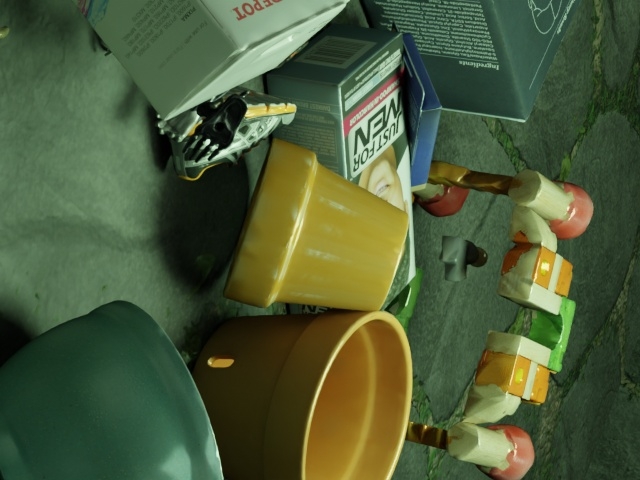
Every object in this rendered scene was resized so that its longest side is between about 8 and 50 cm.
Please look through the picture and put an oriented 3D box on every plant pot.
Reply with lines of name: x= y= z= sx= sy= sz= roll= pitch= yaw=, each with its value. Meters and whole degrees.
plant pot: x=-0.037 y=0.214 z=2.096 sx=0.291 sy=0.203 sz=0.290 roll=-32 pitch=128 yaw=-55
plant pot: x=-0.252 y=0.226 z=1.653 sx=0.196 sy=0.293 sz=0.293 roll=-16 pitch=118 yaw=-31
plant pot: x=0.000 y=0.000 z=2.016 sx=0.205 sy=0.188 sz=0.205 roll=-162 pitch=-90 yaw=-85

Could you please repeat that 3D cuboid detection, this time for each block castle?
block castle: x=0.211 y=0.106 z=2.426 sx=0.213 sy=0.303 sz=0.453 roll=24 pitch=78 yaw=-56

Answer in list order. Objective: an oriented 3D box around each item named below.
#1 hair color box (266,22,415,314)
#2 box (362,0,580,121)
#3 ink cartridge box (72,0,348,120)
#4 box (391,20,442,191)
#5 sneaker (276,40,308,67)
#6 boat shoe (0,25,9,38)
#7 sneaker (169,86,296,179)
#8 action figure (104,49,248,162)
hair color box: x=0.034 y=-0.080 z=2.214 sx=0.185 sy=0.114 sz=0.374 roll=-44 pitch=138 yaw=-48
box: x=0.209 y=-0.412 z=2.312 sx=0.293 sy=0.212 sz=0.395 roll=-63 pitch=148 yaw=-28
ink cartridge box: x=-0.148 y=-0.294 z=1.593 sx=0.306 sy=0.131 sz=0.226 roll=54 pitch=36 yaw=1
box: x=0.123 y=-0.186 z=2.269 sx=0.225 sy=0.037 sz=0.136 roll=95 pitch=-20 yaw=-57
sneaker: x=-0.077 y=-0.275 z=1.931 sx=0.083 sy=0.087 sz=0.221 roll=-43 pitch=163 yaw=-8
boat shoe: x=-0.333 y=-0.192 z=1.491 sx=0.095 sy=0.095 sz=0.257 roll=5 pitch=96 yaw=-63
sneaker: x=-0.109 y=-0.130 z=1.968 sx=0.215 sy=0.084 sz=0.083 roll=-19 pitch=120 yaw=-49
action figure: x=-0.151 y=-0.196 z=1.794 sx=0.164 sy=0.141 sz=0.275 roll=53 pitch=10 yaw=-25
